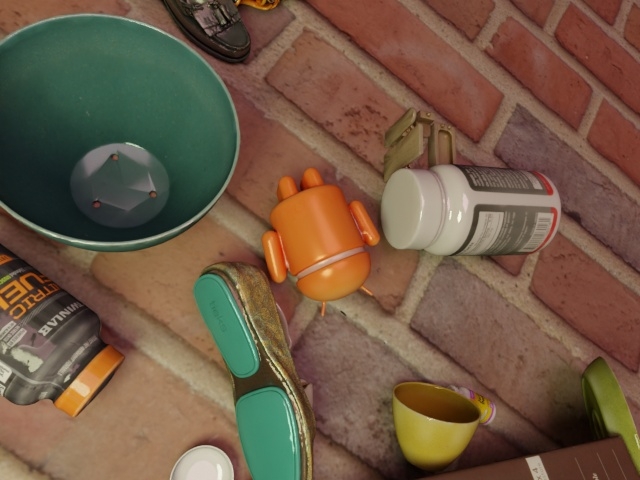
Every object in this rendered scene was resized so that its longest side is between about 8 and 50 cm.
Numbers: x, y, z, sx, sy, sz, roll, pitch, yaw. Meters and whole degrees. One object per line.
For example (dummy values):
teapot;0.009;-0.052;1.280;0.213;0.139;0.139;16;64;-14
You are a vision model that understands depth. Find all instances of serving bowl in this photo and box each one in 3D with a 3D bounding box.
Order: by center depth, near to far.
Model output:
serving bowl;-0.159;0.318;0.608;0.083;0.027;0.084;6;71;-19

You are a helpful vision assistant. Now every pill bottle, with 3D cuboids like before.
pill bottle;-0.360;0.104;0.540;0.245;0.130;0.131;39;65;-7
pill bottle;0.251;0.276;0.769;0.083;0.043;0.044;29;66;-11
pill bottle;0.261;-0.053;0.808;0.282;0.161;0.162;1;74;-21

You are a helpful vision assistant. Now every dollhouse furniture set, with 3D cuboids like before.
dollhouse furniture set;0.214;-0.185;0.850;0.151;0.123;0.144;9;71;-18

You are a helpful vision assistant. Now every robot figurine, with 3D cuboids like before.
robot figurine;-0.002;0.001;0.711;0.158;0.128;0.220;-13;77;-52

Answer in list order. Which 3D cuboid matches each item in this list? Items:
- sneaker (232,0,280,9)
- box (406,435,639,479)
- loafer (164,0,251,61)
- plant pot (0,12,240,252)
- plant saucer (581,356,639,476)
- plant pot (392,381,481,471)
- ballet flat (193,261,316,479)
sneaker;-0.093;-0.479;0.853;0.214;0.084;0.083;-16;94;-21
box;0.276;0.413;0.640;0.380;0.143;0.191;-6;60;-13
loafer;-0.221;-0.427;0.778;0.267;0.084;0.096;46;64;-3
plant pot;-0.267;-0.108;0.602;0.289;0.195;0.291;6;72;-19
plant saucer;0.497;0.325;0.781;0.037;0.241;0.241;-12;75;19
plant pot;0.169;0.291;0.698;0.134;0.134;0.096;8;95;-19
ballet flat;-0.071;0.190;0.643;0.123;0.123;0.349;-19;83;-25
